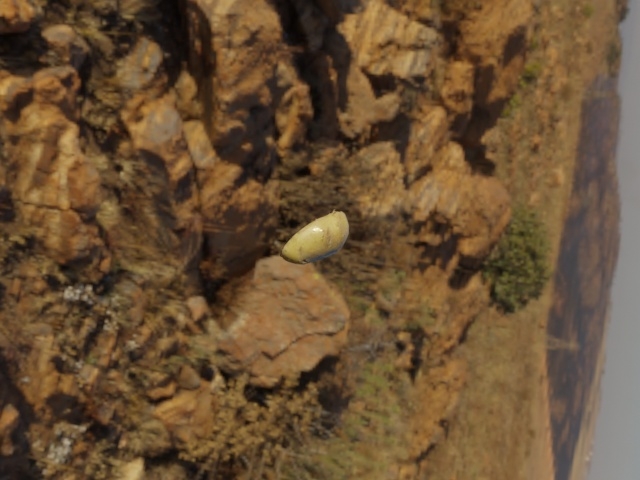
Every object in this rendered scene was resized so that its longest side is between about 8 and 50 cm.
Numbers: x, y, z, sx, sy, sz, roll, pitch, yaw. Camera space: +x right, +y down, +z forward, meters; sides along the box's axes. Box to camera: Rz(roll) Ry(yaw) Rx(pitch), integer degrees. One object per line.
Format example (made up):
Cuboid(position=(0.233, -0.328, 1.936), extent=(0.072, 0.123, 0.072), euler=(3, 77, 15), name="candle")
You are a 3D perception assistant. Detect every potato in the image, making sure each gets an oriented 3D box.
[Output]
Cuboid(position=(0.000, -0.001, 0.981), extent=(0.093, 0.036, 0.037), euler=(-32, 155, -17), name="potato")
